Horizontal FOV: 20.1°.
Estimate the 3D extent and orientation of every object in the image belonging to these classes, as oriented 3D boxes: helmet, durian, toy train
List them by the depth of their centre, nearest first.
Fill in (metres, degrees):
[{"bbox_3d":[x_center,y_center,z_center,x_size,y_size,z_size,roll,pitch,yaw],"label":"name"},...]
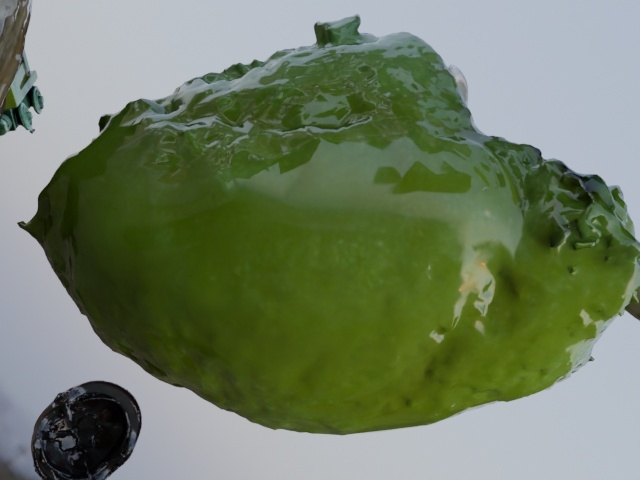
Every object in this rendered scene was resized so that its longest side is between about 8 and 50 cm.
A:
[{"bbox_3d":[0.000,0.000,1.077,0.204,0.340,0.255,74,-3,-51],"label":"durian"},{"bbox_3d":[-0.292,-0.138,1.670,0.122,0.050,0.081,-88,164,-68],"label":"toy train"},{"bbox_3d":[-0.241,0.194,1.830,0.098,0.123,0.070,43,-7,-18],"label":"helmet"}]

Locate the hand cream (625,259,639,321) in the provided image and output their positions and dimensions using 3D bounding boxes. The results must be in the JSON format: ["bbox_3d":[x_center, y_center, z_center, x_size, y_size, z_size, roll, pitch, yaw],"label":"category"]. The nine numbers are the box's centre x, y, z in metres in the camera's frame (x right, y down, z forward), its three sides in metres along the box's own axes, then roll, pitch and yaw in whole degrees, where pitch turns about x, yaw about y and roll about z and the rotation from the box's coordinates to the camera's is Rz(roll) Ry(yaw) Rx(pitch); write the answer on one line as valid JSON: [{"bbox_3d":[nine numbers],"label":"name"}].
[{"bbox_3d":[0.248,0.061,1.131,0.143,0.039,0.061,40,-37,17],"label":"hand cream"}]

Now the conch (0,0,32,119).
[{"bbox_3d":[-0.248,-0.051,0.679,0.297,0.210,0.352,7,-60,18],"label":"conch"}]

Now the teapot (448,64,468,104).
[{"bbox_3d":[0.085,-0.025,1.574,0.159,0.116,0.245,-63,144,-75],"label":"teapot"}]
